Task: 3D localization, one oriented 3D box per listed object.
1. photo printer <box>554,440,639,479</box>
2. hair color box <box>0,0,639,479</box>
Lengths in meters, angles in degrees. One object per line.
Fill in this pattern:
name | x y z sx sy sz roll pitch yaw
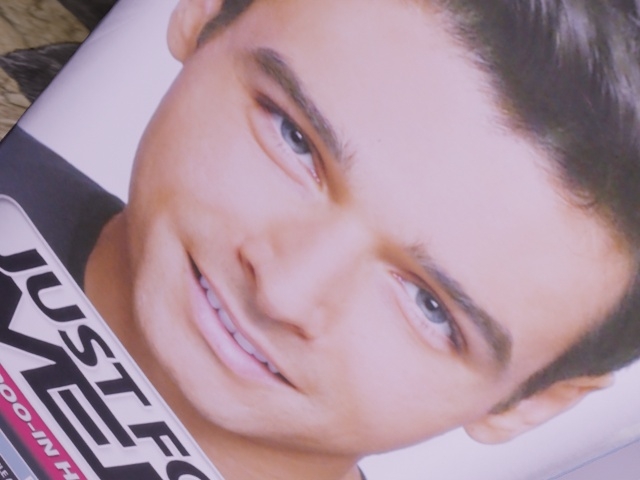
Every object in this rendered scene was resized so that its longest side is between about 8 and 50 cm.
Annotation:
photo printer | 0.116 0.167 0.897 0.307 0.256 0.107 47 177 39
hair color box | 0.000 0.000 0.480 0.185 0.113 0.374 53 135 0
